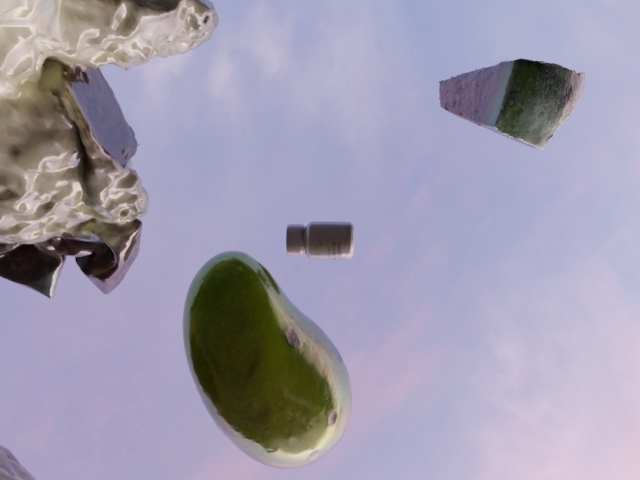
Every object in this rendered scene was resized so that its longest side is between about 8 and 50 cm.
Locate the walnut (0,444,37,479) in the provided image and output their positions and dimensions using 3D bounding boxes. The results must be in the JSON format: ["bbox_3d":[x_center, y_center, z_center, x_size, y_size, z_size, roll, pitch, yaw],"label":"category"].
[{"bbox_3d":[-0.396,0.316,0.419,0.285,0.296,0.285,-8,-59,-14],"label":"walnut"}]

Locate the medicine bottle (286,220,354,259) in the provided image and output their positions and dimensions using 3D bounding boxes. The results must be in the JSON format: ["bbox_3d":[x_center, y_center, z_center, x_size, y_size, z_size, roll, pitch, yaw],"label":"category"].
[{"bbox_3d":[0.000,0.000,0.618,0.089,0.052,0.052,0,-104,2],"label":"medicine bottle"}]

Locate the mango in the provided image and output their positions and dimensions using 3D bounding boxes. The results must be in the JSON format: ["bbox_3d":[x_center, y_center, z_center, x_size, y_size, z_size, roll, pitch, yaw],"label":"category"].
[{"bbox_3d":[-0.060,0.147,0.538,0.175,0.143,0.293,-55,-52,-45],"label":"mango"}]

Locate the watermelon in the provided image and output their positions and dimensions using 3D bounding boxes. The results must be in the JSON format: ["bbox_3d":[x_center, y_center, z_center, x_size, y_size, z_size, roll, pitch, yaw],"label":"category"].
[{"bbox_3d":[0.321,-0.256,0.839,0.193,0.257,0.139,7,-74,-27],"label":"watermelon"}]

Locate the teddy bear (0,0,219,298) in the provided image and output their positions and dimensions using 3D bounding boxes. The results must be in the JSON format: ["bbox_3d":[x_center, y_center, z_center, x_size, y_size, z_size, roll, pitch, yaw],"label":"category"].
[{"bbox_3d":[-0.244,-0.179,0.357,0.328,0.362,0.375,-1,-110,-4],"label":"teddy bear"}]
